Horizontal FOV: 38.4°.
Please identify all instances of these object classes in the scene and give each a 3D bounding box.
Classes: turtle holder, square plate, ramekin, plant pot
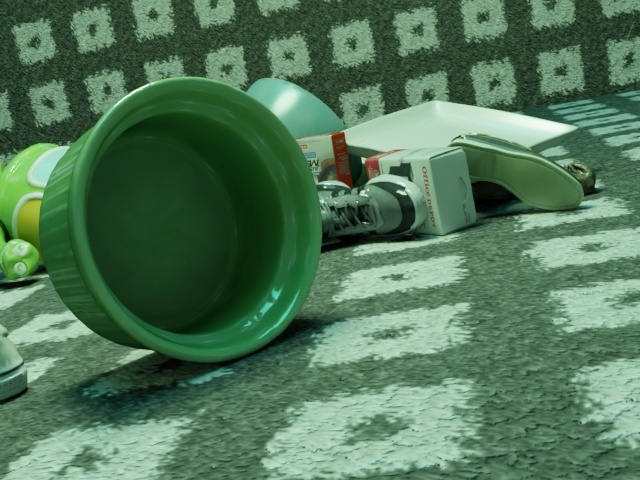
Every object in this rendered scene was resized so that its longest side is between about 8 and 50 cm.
[{"bbox_3d":[-0.526,-0.063,1.806,0.227,0.244,0.320,12,9,20],"label":"turtle holder"},{"bbox_3d":[0.246,-0.185,1.723,0.344,0.049,0.347,20,32,40],"label":"square plate"},{"bbox_3d":[-0.160,-0.016,1.021,0.303,0.304,0.148,-19,6,-38],"label":"ramekin"},{"bbox_3d":[-0.089,-0.151,1.841,0.290,0.290,0.195,3,47,53],"label":"plant pot"}]

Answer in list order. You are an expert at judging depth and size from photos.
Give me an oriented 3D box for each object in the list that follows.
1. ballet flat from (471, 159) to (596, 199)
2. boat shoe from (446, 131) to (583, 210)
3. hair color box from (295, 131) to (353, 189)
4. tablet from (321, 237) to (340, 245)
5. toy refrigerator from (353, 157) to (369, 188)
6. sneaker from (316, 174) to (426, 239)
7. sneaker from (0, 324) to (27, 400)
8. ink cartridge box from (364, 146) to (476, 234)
[{"bbox_3d":[0.361,-0.106,1.602,0.249,0.058,0.084,-1,14,45],"label":"ballet flat"},{"bbox_3d":[0.312,-0.117,1.456,0.227,0.081,0.069,23,34,15],"label":"boat shoe"},{"bbox_3d":[0.007,-0.109,1.684,0.093,0.167,0.053,-4,11,34],"label":"hair color box"},{"bbox_3d":[0.000,0.000,1.552,0.054,0.006,0.083,-12,11,-10],"label":"tablet"},{"bbox_3d":[0.082,-0.149,1.948,0.094,0.102,0.269,-48,28,-24],"label":"toy refrigerator"},{"bbox_3d":[0.035,-0.036,1.466,0.153,0.101,0.268,-25,18,-38],"label":"sneaker"},{"bbox_3d":[-0.415,0.122,1.078,0.094,0.091,0.258,-19,13,-40],"label":"sneaker"},{"bbox_3d":[0.159,-0.081,1.483,0.072,0.128,0.175,-18,12,-30],"label":"ink cartridge box"}]
